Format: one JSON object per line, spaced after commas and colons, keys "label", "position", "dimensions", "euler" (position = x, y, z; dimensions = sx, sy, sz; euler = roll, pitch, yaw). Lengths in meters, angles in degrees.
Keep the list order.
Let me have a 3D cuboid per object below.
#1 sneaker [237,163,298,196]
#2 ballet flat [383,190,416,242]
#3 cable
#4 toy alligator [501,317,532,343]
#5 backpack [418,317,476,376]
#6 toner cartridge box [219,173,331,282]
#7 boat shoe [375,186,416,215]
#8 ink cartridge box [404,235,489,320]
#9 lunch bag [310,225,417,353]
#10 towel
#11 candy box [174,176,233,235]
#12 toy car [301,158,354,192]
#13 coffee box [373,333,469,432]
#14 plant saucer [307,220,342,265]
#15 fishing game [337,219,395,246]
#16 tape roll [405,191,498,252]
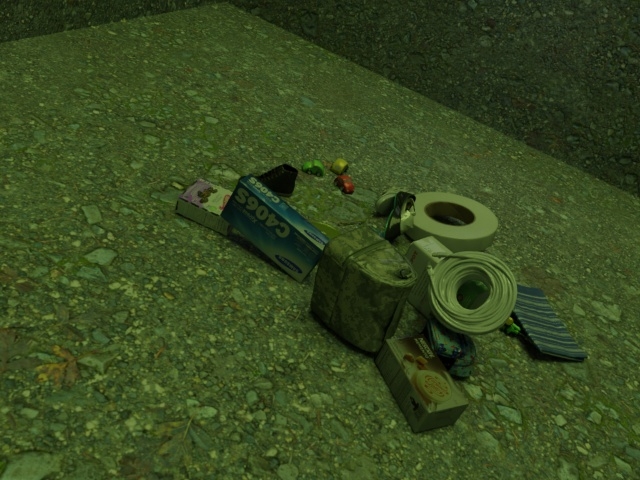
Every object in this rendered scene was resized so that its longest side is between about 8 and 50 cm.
{"label": "sneaker", "position": [-0.199, -0.244, 2.122], "dimensions": [0.221, 0.118, 0.083], "euler": [5, 38, -22]}
{"label": "ballet flat", "position": [0.312, -0.097, 2.123], "dimensions": [0.096, 0.095, 0.280], "euler": [4, 44, 18]}
{"label": "cable", "position": [0.445, 0.157, 1.644], "dimensions": [0.257, 0.089, 0.257], "euler": [-4, 67, 17]}
{"label": "toy alligator", "position": [0.642, 0.295, 1.912], "dimensions": [0.051, 0.056, 0.190], "euler": [-40, 67, -2]}
{"label": "backpack", "position": [0.394, 0.325, 1.677], "dimensions": [0.173, 0.117, 0.158], "euler": [17, 35, -9]}
{"label": "toner cartridge box", "position": [-0.143, -0.038, 1.776], "dimensions": [0.347, 0.165, 0.075], "euler": [39, 37, 4]}
{"label": "boat shoe", "position": [0.296, -0.176, 2.316], "dimensions": [0.088, 0.096, 0.267], "euler": [37, 37, 28]}
{"label": "ink cartridge box", "position": [0.395, 0.148, 1.838], "dimensions": [0.117, 0.201, 0.278], "euler": [-16, 49, -42]}
{"label": "lunch bag", "position": [0.133, 0.151, 1.619], "dimensions": [0.212, 0.305, 0.256], "euler": [-18, 47, -39]}
{"label": "towel", "position": [0.780, 0.276, 1.978], "dimensions": [0.243, 0.040, 0.336], "euler": [15, 34, -27]}
{"label": "candy box", "position": [-0.369, -0.119, 1.908], "dimensions": [0.196, 0.070, 0.165], "euler": [24, 35, 3]}
{"label": "toy car", "position": [0.033, -0.302, 2.378], "dimensions": [0.224, 0.053, 0.239], "euler": [12, 36, -14]}
{"label": "coffee box", "position": [0.274, 0.389, 1.542], "dimensions": [0.141, 0.098, 0.247], "euler": [-1, 41, -29]}
{"label": "plant saucer", "position": [0.000, 0.000, 1.973], "dimensions": [0.240, 0.037, 0.241], "euler": [14, 36, -11]}
{"label": "fishing game", "position": [0.193, 0.001, 2.072], "dimensions": [0.189, 0.041, 0.264], "euler": [-5, 43, -30]}
{"label": "tape roll", "position": [0.515, -0.081, 2.250], "dimensions": [0.391, 0.072, 0.392], "euler": [5, 32, -3]}
